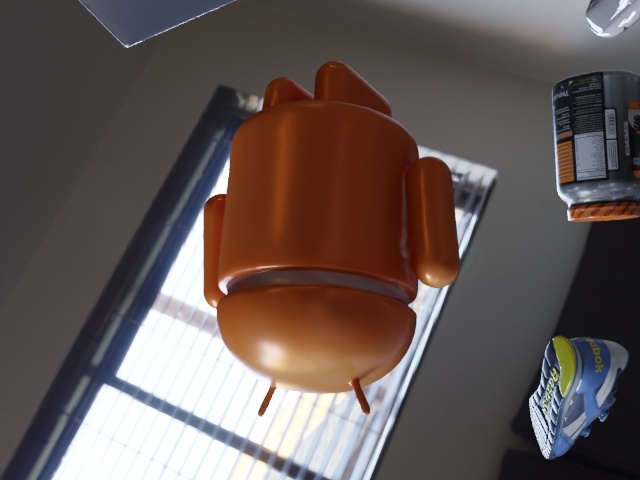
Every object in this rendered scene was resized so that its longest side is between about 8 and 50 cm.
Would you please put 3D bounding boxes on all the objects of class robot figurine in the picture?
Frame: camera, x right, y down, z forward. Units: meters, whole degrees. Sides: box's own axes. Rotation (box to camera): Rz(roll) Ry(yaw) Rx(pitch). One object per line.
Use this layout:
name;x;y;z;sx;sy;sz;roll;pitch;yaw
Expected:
robot figurine;-0.001;0.000;0.469;0.128;0.158;0.220;102;171;-71

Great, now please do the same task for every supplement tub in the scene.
supplement tub;0.376;-0.123;0.990;0.117;0.116;0.191;3;-96;-71

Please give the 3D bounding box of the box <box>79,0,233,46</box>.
box;-0.164;-0.439;0.893;0.183;0.296;0.294;47;-148;-54

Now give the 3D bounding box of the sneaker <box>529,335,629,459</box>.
sneaker;0.214;0.134;0.614;0.144;0.059;0.053;92;168;-45

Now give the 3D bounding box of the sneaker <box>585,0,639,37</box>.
sneaker;0.281;-0.307;0.600;0.105;0.115;0.281;-46;-20;-50
